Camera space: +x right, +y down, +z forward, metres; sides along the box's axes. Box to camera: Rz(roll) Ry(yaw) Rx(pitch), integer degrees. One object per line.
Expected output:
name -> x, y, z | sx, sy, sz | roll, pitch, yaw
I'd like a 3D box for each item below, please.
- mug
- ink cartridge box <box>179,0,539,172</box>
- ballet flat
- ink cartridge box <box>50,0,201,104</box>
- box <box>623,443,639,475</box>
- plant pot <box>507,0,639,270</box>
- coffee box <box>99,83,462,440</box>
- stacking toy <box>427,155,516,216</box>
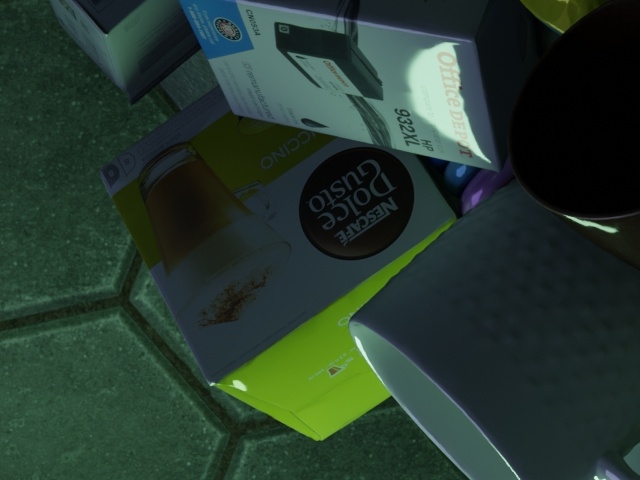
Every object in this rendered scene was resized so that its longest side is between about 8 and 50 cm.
mug -> 0.268, 0.098, 1.328 | 0.374, 0.328, 0.276 | 42, 169, 31
ink cartridge box -> 0.043, -0.202, 1.361 | 0.308, 0.129, 0.223 | 14, 154, 21
ballet flat -> 0.186, -0.239, 1.162 | 0.231, 0.077, 0.077 | 44, 155, 32
ink cartridge box -> -0.156, -0.328, 1.595 | 0.130, 0.309, 0.272 | 48, 170, 7
box -> 0.337, 0.305, 1.634 | 0.215, 0.168, 0.345 | -19, -80, -67
plant pot -> 0.297, -0.048, 1.087 | 0.230, 0.215, 0.215 | 42, 176, -39
coffee box -> 0.000, 0.000, 1.722 | 0.334, 0.338, 0.338 | 59, -172, 28
stacking toy -> 0.141, -0.153, 1.549 | 0.330, 0.141, 0.141 | 52, 171, 15
